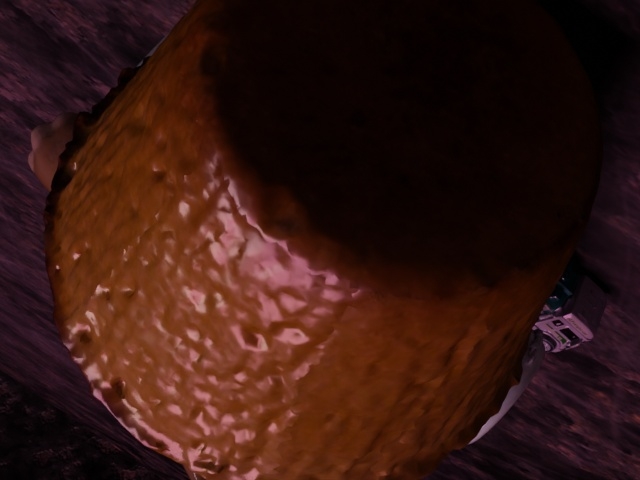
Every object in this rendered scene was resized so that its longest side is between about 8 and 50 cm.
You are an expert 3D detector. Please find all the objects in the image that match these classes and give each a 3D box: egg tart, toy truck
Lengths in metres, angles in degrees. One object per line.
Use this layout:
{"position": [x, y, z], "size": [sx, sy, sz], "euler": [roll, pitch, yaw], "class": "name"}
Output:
{"position": [0.008, -0.018, 0.578], "size": [0.215, 0.215, 0.171], "euler": [33, 148, -2], "class": "egg tart"}
{"position": [0.108, 0.021, 0.756], "size": [0.083, 0.039, 0.044], "euler": [41, 147, -22], "class": "toy truck"}

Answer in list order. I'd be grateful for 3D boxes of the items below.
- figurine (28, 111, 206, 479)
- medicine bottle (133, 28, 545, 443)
{"position": [-0.025, 0.034, 0.838], "size": [0.247, 0.173, 0.177], "euler": [59, 175, 32], "class": "figurine"}
{"position": [0.000, 0.000, 0.703], "size": [0.229, 0.121, 0.083], "euler": [40, 162, 0], "class": "medicine bottle"}
